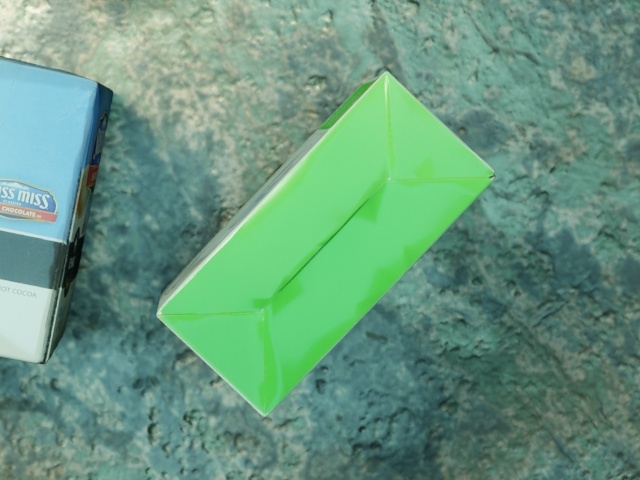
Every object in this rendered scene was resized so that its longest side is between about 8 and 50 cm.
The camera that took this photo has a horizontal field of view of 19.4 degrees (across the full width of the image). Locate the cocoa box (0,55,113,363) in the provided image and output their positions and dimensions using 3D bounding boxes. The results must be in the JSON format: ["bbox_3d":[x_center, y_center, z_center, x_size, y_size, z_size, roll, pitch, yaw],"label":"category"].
[{"bbox_3d":[-0.359,-0.054,1.506,0.347,0.231,0.228,12,92,-4],"label":"cocoa box"}]

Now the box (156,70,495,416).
[{"bbox_3d":[0.000,0.000,1.532,0.127,0.231,0.262,44,90,-5],"label":"box"}]
